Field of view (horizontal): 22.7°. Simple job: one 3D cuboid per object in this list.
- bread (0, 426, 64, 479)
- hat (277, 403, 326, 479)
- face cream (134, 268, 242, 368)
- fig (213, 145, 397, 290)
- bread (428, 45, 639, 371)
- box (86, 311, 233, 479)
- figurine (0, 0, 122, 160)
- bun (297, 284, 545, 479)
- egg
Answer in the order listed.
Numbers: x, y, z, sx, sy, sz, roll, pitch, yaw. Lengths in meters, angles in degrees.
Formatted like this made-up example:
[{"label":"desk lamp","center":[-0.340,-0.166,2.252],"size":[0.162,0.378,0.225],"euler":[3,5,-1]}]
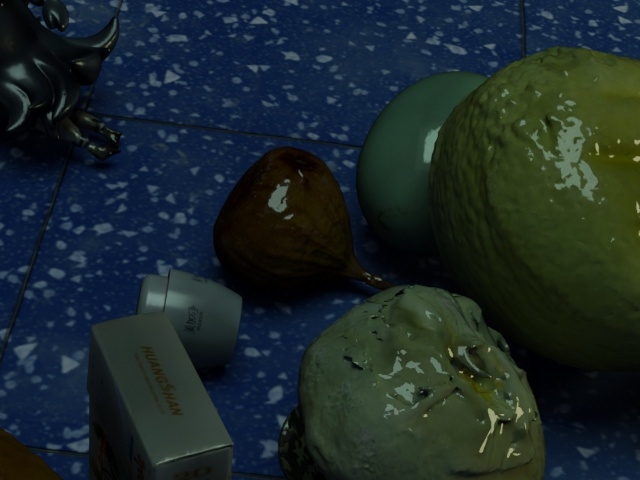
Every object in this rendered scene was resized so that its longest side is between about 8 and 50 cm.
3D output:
[{"label":"bread","center":[-0.297,0.210,1.273],"size":[0.241,0.107,0.136],"euler":[30,48,26]},{"label":"hat","center":[0.017,0.169,1.408],"size":[0.121,0.050,0.121],"euler":[3,37,-2]},{"label":"face cream","center":[-0.124,0.074,1.471],"size":[0.095,0.091,0.091],"euler":[10,39,-7]},{"label":"fig","center":[0.000,0.000,1.574],"size":[0.201,0.134,0.146],"euler":[25,69,-10]},{"label":"bread","center":[0.263,-0.028,1.464],"size":[0.320,0.320,0.237],"euler":[-26,7,-33]},{"label":"box","center":[-0.127,0.189,1.220],"size":[0.067,0.233,0.149],"euler":[-13,44,-23]},{"label":"figurine","center":[-0.338,-0.192,1.708],"size":[0.265,0.197,0.175],"euler":[5,4,2]},{"label":"bun","center":[0.098,0.139,1.345],"size":[0.239,0.141,0.239],"euler":[28,39,-26]},{"label":"egg","center":[0.126,-0.078,1.627],"size":[0.168,0.168,0.231],"euler":[22,46,18]}]
